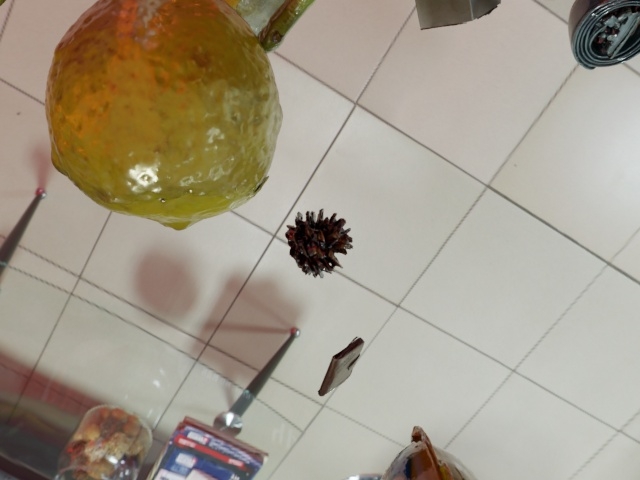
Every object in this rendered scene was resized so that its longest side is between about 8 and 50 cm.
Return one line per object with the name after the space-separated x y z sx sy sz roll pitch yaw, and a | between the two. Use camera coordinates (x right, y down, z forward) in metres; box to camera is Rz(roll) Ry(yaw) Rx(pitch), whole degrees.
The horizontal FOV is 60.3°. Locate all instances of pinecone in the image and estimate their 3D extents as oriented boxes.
0.000 0.001 1.048 0.121 0.140 0.140 -19 110 10 | pinecone

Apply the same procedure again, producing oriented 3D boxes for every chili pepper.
-0.040 -0.352 0.844 0.208 0.049 0.043 -33 78 39 | chili pepper

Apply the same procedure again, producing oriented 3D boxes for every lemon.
-0.228 -0.206 0.830 0.350 0.350 0.387 1 97 2 | lemon

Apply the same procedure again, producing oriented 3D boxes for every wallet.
0.047 0.282 1.219 0.026 0.095 0.176 45 143 25 | wallet

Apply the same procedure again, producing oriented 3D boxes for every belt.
0.734 -0.537 1.382 0.206 0.116 0.267 -1 154 10 | belt

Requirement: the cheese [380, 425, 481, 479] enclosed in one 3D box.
0.076 0.225 0.357 0.069 0.177 0.270 -7 138 -1 | cheese

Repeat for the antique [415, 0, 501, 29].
0.309 -0.577 1.250 0.147 0.152 0.148 9 129 44 | antique

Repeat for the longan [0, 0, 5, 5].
-0.245 -0.179 0.365 0.075 0.075 0.083 -24 75 11 | longan

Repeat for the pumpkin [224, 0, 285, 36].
-0.242 -0.639 1.263 0.332 0.199 0.332 5 103 23 | pumpkin
